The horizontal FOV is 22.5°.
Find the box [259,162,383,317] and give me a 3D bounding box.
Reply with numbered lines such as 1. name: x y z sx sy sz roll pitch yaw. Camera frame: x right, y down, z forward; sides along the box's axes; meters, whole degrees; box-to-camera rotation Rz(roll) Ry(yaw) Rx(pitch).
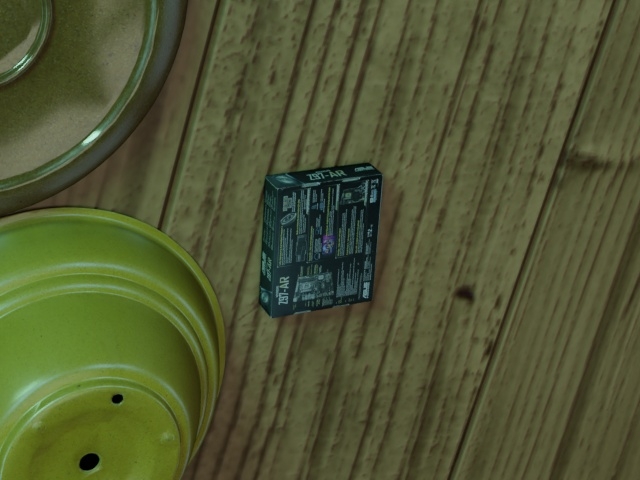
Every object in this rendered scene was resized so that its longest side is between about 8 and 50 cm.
1. box: 0.000 0.000 0.920 0.067 0.018 0.083 -9 119 -23

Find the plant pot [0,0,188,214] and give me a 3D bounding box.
1. plant pot: -0.168 -0.110 0.767 0.236 0.032 0.236 -13 121 -22

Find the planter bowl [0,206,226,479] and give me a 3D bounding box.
1. planter bowl: -0.135 0.098 0.857 0.217 0.090 0.217 -12 120 -23
